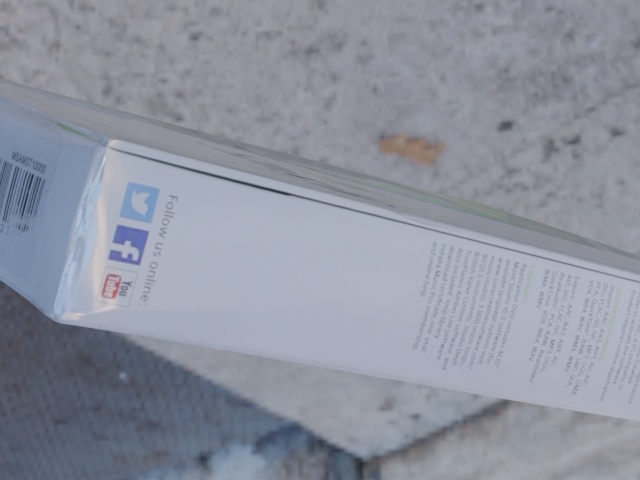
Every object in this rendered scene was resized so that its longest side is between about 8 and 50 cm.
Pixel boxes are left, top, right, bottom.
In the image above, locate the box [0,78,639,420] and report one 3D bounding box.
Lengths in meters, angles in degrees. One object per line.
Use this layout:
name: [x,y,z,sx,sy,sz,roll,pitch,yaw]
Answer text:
box: [0.000,0.000,0.586,0.322,0.058,0.232,14,-175,-37]
